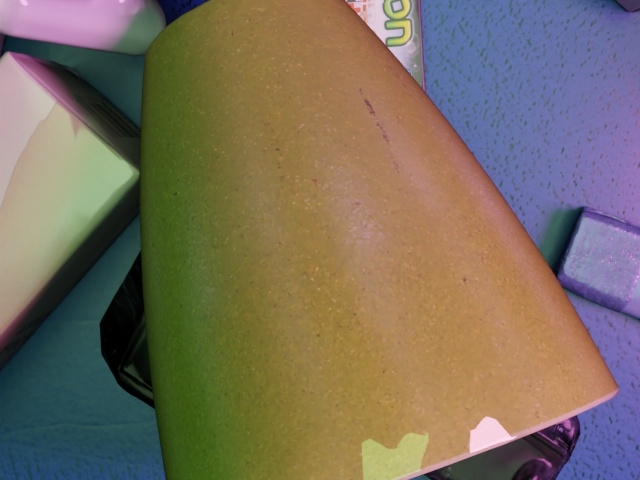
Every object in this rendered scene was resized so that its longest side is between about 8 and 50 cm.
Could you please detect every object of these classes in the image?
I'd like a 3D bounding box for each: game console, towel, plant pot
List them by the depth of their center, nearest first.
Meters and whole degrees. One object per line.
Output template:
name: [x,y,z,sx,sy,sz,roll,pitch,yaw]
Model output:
plant pot: [0.000,0.000,0.629,0.274,0.275,0.294,-20,80,5]
towel: [0.238,0.024,0.757,0.119,0.029,0.067,22,96,0]
game console: [0.020,0.096,0.769,0.361,0.044,0.213,33,97,1]

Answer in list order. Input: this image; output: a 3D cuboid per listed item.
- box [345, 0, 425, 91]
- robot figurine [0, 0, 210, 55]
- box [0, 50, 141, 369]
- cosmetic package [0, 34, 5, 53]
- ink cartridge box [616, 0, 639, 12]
box: [0.018,-0.169,0.746,0.114,0.036,0.207,-3,95,3]
robot figurine: [-0.104,-0.249,0.583,0.200,0.353,0.300,48,123,36]
box: [-0.257,0.023,0.726,0.121,0.148,0.311,42,98,-2]
cosmetic package: [-0.312,-0.248,0.696,0.196,0.155,0.366,18,95,0]
ink cartridge box: [0.239,-0.270,0.706,0.127,0.072,0.175,40,96,-1]
